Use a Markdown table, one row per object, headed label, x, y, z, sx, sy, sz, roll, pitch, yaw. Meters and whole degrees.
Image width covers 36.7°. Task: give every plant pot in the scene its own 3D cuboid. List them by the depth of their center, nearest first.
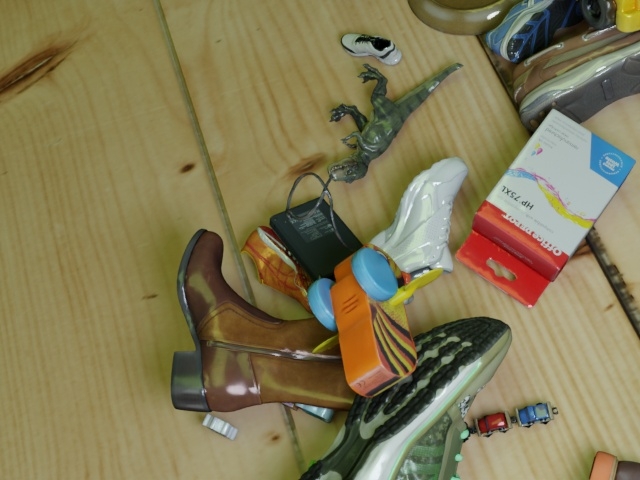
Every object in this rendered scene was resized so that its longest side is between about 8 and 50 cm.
| label | x | y | z | sx | sy | sz | roll | pitch | yaw |
| --- | --- | --- | --- | --- | --- | --- | --- | --- | --- |
| plant pot | 0.247 | -0.434 | 1.539 | 0.236 | 0.032 | 0.237 | -8 | 62 | 16 |

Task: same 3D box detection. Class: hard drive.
| label | x | y | z | sx | sy | sz | roll | pitch | yaw |
| --- | --- | --- | --- | --- | --- | --- | --- | --- | --- |
| hard drive | 0.000 | 0.000 | 1.402 | 0.094 | 0.022 | 0.135 | -23 | 55 | -25 |

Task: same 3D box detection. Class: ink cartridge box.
| label | x | y | z | sx | sy | sz | roll | pitch | yaw |
| --- | --- | --- | --- | --- | --- | --- | --- | --- | --- |
| ink cartridge box | 0.297 | -0.041 | 1.288 | 0.134 | 0.078 | 0.231 | 35 | 80 | 13 |

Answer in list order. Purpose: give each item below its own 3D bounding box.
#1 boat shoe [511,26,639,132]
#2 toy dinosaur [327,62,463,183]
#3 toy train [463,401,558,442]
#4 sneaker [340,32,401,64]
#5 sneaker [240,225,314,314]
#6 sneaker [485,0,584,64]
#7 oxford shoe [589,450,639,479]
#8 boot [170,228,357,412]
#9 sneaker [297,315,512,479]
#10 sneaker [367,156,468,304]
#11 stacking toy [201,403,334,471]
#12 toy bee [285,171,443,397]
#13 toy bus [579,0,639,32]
| label | x | y | z | sx | sy | sz | roll | pitch | yaw |
| --- | --- | --- | --- | --- | --- | --- | --- | --- | --- |
| boat shoe | 0.418 | -0.267 | 1.349 | 0.324 | 0.123 | 0.117 | -22 | 58 | 7 |
| toy dinosaur | 0.087 | -0.197 | 1.470 | 0.118 | 0.064 | 0.268 | 39 | 81 | 24 |
| toy train | 0.222 | 0.232 | 1.225 | 0.158 | 0.036 | 0.027 | -16 | 61 | 12 |
| sneaker | 0.078 | -0.314 | 1.536 | 0.109 | 0.044 | 0.040 | 19 | 75 | 28 |
| sneaker | -0.050 | 0.053 | 1.406 | 0.175 | 0.064 | 0.067 | 48 | 111 | 33 |
| sneaker | 0.334 | -0.346 | 1.438 | 0.211 | 0.080 | 0.081 | -38 | 35 | -15 |
| oxford shoe | 0.332 | 0.378 | 1.085 | 0.098 | 0.097 | 0.272 | 11 | 70 | 18 |
| boot | -0.053 | 0.103 | 1.302 | 0.280 | 0.096 | 0.264 | -2 | 59 | 6 |
| sneaker | 0.115 | 0.276 | 1.185 | 0.410 | 0.182 | 0.158 | -51 | 24 | -6 |
| sneaker | 0.151 | -0.006 | 1.347 | 0.115 | 0.090 | 0.232 | 34 | 89 | 23 |
| stacking toy | -0.038 | 0.215 | 1.319 | 0.221 | 0.052 | 0.167 | 17 | 73 | 25 |
| toy bee | 0.073 | 0.061 | 1.217 | 0.195 | 0.162 | 0.299 | -16 | 63 | 38 |
| toy bus | 0.395 | -0.414 | 1.278 | 0.149 | 0.212 | 0.220 | -23 | 47 | -14 |
